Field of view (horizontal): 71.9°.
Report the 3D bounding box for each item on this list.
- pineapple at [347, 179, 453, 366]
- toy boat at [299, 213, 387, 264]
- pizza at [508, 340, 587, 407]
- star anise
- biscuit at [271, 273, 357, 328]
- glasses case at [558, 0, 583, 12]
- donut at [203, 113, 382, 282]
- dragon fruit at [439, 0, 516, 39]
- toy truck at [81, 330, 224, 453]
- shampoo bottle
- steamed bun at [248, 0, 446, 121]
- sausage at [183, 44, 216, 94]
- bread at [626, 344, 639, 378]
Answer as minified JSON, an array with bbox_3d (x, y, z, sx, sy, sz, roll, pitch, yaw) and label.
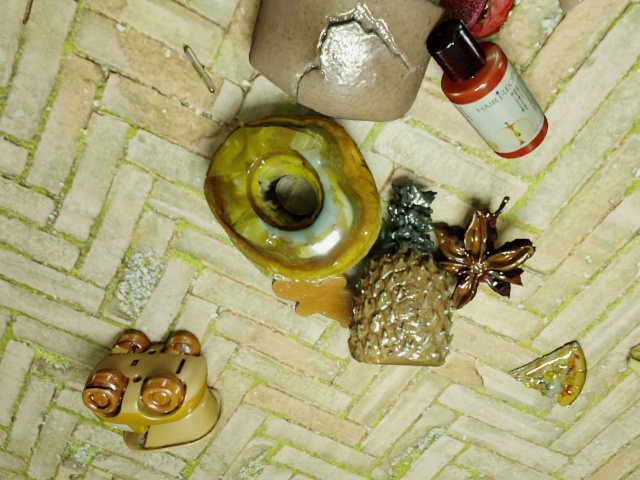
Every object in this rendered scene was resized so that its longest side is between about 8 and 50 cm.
[{"bbox_3d":[0.161,0.066,0.854,0.202,0.202,0.361,6,81,1],"label":"pineapple"},{"bbox_3d":[0.001,0.002,0.920,0.277,0.084,0.111,-2,111,5],"label":"toy boat"},{"bbox_3d":[0.545,0.314,1.049,0.176,0.036,0.184,7,113,1],"label":"pizza"},{"bbox_3d":[0.324,0.038,0.889,0.220,0.126,0.189,-28,81,38],"label":"star anise"},{"bbox_3d":[0.011,0.116,0.949,0.250,0.036,0.165,21,132,-24],"label":"biscuit"},{"bbox_3d":[0.413,-0.479,0.690,0.103,0.070,0.193,-27,110,13],"label":"glasses case"},{"bbox_3d":[-0.047,-0.083,0.800,0.331,0.160,0.329,-1,83,6],"label":"donut"},{"bbox_3d":[0.275,-0.384,0.714,0.111,0.153,0.152,3,115,-17],"label":"dragon fruit"},{"bbox_3d":[-0.383,0.347,1.029,0.289,0.204,0.211,-1,116,2],"label":"toy truck"},{"bbox_3d":[0.271,-0.247,0.725,0.278,0.104,0.104,30,115,-37],"label":"shampoo bottle"},{"bbox_3d":[0.040,-0.323,0.711,0.302,0.199,0.251,18,114,-5],"label":"steamed bun"},{"bbox_3d":[-0.226,-0.320,0.829,0.015,0.015,0.100,-28,109,14],"label":"sausage"},{"bbox_3d":[0.837,0.335,0.930,0.263,0.236,0.198,40,110,-13],"label":"bread"}]
